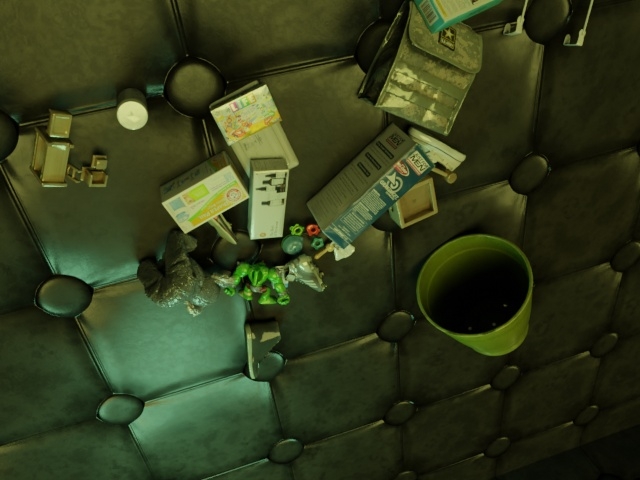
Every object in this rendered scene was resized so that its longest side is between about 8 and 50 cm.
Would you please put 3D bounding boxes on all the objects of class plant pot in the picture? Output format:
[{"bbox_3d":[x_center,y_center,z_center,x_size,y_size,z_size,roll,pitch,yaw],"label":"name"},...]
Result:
[{"bbox_3d":[0.558,0.222,1.852,0.366,0.367,0.353,-36,138,5],"label":"plant pot"}]

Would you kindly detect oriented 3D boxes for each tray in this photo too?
[{"bbox_3d":[-0.169,-0.273,1.446,0.145,0.030,0.270,-28,126,0],"label":"tray"}]

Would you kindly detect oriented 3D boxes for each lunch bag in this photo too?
[{"bbox_3d":[0.272,-0.452,1.407,0.235,0.169,0.287,17,106,-23],"label":"lunch bag"}]

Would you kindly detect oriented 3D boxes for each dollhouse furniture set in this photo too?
[{"bbox_3d":[-0.592,-0.233,1.306,0.160,0.101,0.182,-4,126,-46],"label":"dollhouse furniture set"}]

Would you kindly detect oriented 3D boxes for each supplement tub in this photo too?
[{"bbox_3d":[-0.444,-0.311,1.276,0.070,0.107,0.071,-9,124,-14],"label":"supplement tub"}]

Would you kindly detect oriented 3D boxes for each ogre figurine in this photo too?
[{"bbox_3d":[-0.188,0.128,1.648,0.196,0.097,0.118,19,116,20],"label":"ogre figurine"}]

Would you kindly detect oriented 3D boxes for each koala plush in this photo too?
[{"bbox_3d":[-0.370,0.124,1.544,0.196,0.203,0.221,-42,137,10],"label":"koala plush"}]

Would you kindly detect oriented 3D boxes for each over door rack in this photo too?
[{"bbox_3d":[0.662,-0.683,1.431,0.239,0.108,0.325,2,120,-20],"label":"over door rack"}]

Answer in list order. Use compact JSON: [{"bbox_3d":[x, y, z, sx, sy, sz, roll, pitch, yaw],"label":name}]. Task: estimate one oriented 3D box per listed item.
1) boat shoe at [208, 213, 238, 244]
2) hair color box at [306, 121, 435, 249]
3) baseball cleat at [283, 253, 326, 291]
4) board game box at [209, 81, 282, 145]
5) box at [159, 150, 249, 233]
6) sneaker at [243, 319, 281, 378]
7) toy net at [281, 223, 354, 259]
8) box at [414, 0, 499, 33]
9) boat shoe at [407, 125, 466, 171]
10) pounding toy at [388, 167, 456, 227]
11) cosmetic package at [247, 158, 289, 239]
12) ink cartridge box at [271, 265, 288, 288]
[{"bbox_3d":[-0.276,-0.042,1.547,0.137,0.049,0.043,51,56,-35],"label":"boat shoe"},{"bbox_3d":[0.135,-0.155,1.539,0.347,0.174,0.105,-43,125,10],"label":"hair color box"},{"bbox_3d":[-0.054,0.108,1.694,0.109,0.072,0.206,-19,142,6],"label":"baseball cleat"},{"bbox_3d":[-0.188,-0.319,1.373,0.154,0.026,0.104,-27,126,-1],"label":"board game box"},{"bbox_3d":[-0.307,-0.130,1.442,0.203,0.103,0.114,-30,126,1],"label":"box"},{"bbox_3d":[-0.189,0.368,1.813,0.118,0.083,0.222,-8,122,-15],"label":"sneaker"},{"bbox_3d":[0.000,0.000,1.673,0.232,0.045,0.122,4,118,-24],"label":"toy net"},{"bbox_3d":[0.353,-0.603,1.331,0.244,0.060,0.101,-30,93,-22],"label":"box"},{"bbox_3d":[0.336,-0.261,1.597,0.226,0.083,0.076,20,112,-30],"label":"boat shoe"},{"bbox_3d":[0.300,-0.168,1.641,0.205,0.094,0.181,-24,124,-9],"label":"pounding toy"},{"bbox_3d":[-0.149,-0.111,1.512,0.098,0.061,0.239,-4,133,-14],"label":"cosmetic package"},{"bbox_3d":[-0.126,0.108,1.703,0.048,0.028,0.083,-3,122,-19],"label":"ink cartridge box"}]
